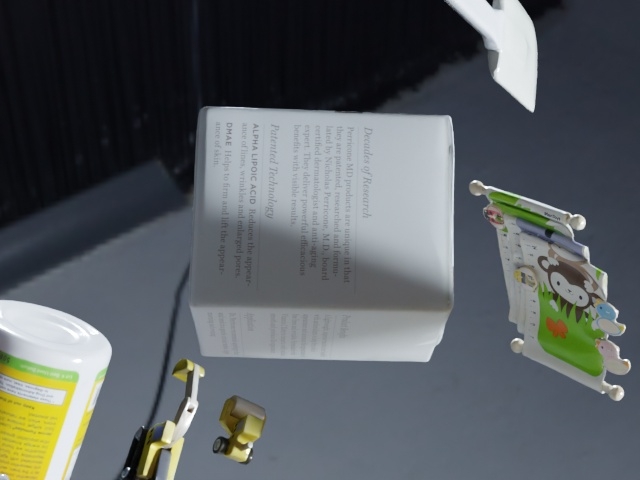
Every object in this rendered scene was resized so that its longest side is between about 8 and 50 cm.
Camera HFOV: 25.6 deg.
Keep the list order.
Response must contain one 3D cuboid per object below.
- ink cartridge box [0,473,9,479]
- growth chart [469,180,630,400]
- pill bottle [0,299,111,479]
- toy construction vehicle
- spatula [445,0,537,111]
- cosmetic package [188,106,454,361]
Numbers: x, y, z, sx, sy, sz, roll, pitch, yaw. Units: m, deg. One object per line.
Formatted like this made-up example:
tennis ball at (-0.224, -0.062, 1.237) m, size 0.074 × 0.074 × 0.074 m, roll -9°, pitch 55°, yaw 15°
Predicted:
ink cartridge box at (-0.282, 0.250, 0.879) m, size 0.189 × 0.232 × 0.066 m, roll -15°, pitch 60°, yaw -27°
growth chart at (0.245, 0.053, 1.482) m, size 0.021 × 0.237 × 0.172 m, roll -34°, pitch 32°, yaw -30°
pill bottle at (-0.303, 0.194, 1.364) m, size 0.136 × 0.246 × 0.136 m, roll 19°, pitch 10°, yaw -4°
toy construction vehicle at (-0.065, 0.128, 0.814) m, size 0.086 × 0.035 × 0.098 m, roll 32°, pitch 61°, yaw -25°
spatula at (0.073, -0.165, 0.642) m, size 0.019 × 0.242 × 0.168 m, roll 5°, pitch 85°, yaw 22°
cosmetic package at (0.000, 0.000, 1.043) m, size 0.183 × 0.151 × 0.151 m, roll 2°, pitch 72°, yaw -2°
